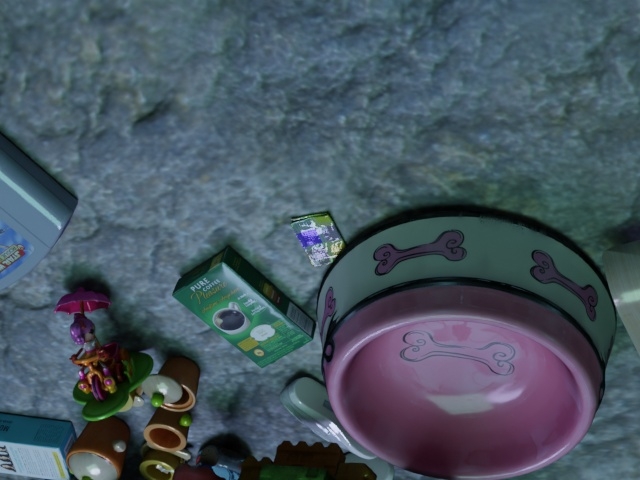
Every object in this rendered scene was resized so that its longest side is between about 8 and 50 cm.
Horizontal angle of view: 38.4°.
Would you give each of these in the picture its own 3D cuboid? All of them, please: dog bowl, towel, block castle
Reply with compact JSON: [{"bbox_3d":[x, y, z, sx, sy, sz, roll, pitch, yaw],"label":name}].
[{"bbox_3d":[0.185,0.162,1.219,0.408,0.150,0.408,6,133,7],"label":"dog bowl"},{"bbox_3d":[0.000,0.000,1.222,0.060,0.009,0.083,-10,127,22],"label":"towel"},{"bbox_3d":[0.005,0.453,1.380,0.453,0.212,0.303,-3,141,27],"label":"block castle"}]

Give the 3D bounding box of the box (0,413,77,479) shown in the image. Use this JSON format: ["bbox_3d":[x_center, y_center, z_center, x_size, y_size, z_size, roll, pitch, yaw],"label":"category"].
[{"bbox_3d":[-0.556,0.360,1.628,0.244,0.060,0.100,5,131,9],"label":"box"}]

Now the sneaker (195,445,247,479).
[{"bbox_3d":[-0.191,0.458,1.583,0.104,0.125,0.262,21,132,-6],"label":"sneaker"}]

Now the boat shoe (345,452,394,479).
[{"bbox_3d":[0.043,0.414,1.535,0.227,0.079,0.081,-30,138,31],"label":"boat shoe"}]

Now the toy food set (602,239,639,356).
[{"bbox_3d":[0.503,0.091,1.143,0.220,0.092,0.306,-18,132,25],"label":"toy food set"}]

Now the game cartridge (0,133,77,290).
[{"bbox_3d":[-0.486,-0.023,1.291,0.297,0.062,0.198,-30,114,32],"label":"game cartridge"}]

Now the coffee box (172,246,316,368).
[{"bbox_3d":[-0.107,0.098,1.311,0.113,0.040,0.184,-33,117,33],"label":"coffee box"}]

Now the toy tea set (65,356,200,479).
[{"bbox_3d":[-0.302,0.312,1.485,0.200,0.124,0.336,17,132,-2],"label":"toy tea set"}]

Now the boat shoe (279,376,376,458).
[{"bbox_3d":[0.014,0.282,1.429,0.184,0.066,0.063,34,143,-19],"label":"boat shoe"}]

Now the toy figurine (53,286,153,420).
[{"bbox_3d":[-0.337,0.152,1.347,0.130,0.173,0.159,-17,113,6],"label":"toy figurine"}]
